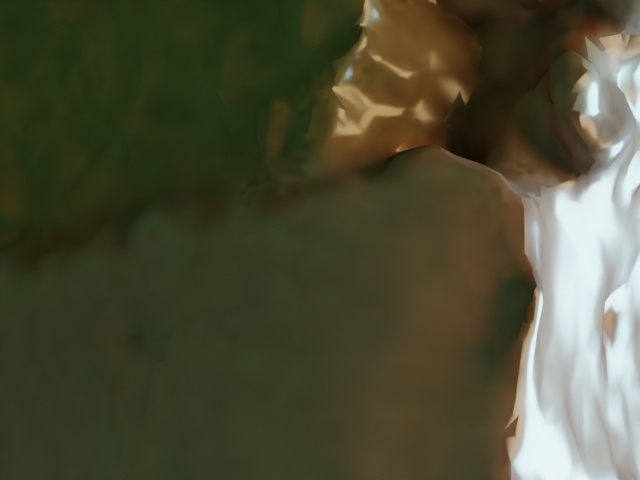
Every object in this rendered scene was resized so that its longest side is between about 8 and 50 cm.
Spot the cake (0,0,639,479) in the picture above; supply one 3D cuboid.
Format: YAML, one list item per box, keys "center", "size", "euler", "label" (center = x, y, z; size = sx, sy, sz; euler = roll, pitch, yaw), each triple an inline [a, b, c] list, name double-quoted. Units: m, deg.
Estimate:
- center: [0.000, 0.000, 0.589]
  size: [0.314, 0.293, 0.307]
  euler: [30, 58, -53]
  label: "cake"
